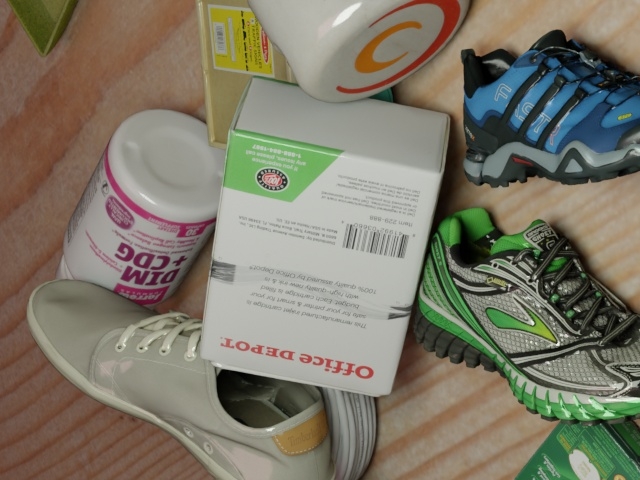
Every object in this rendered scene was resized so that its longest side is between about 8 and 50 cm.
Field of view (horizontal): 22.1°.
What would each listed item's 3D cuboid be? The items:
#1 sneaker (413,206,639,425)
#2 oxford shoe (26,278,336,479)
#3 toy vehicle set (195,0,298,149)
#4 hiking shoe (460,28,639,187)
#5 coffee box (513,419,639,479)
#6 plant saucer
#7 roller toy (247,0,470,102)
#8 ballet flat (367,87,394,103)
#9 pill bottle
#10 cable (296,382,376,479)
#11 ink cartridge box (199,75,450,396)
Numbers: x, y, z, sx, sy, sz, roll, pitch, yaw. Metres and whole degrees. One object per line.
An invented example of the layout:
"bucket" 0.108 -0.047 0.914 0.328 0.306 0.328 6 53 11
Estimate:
"sneaker" 0.210 0.068 1.515 0.343 0.134 0.146 24 121 45
"oxford shoe" -0.155 0.139 1.832 0.449 0.169 0.130 31 129 32
"toy vehicle set" -0.075 -0.226 1.835 0.166 0.035 0.267 16 116 47
"hiking shoe" 0.224 -0.121 1.440 0.304 0.113 0.132 -3 102 52
"coffee box" 0.257 0.240 1.600 0.113 0.040 0.184 52 138 25
"plant saucer" -0.359 -0.368 2.127 0.188 0.045 0.188 57 140 20
"roller toy" 0.030 -0.239 1.566 0.146 0.209 0.191 58 146 20
"ballet flat" 0.006 -0.077 1.752 0.096 0.095 0.280 55 141 45
"pill bottle" -0.221 -0.016 1.999 0.160 0.160 0.283 57 141 19
"cable" -0.036 0.187 1.908 0.257 0.089 0.257 -19 88 52
"ink cartridge box" 0.000 0.000 1.669 0.211 0.121 0.289 12 125 0
